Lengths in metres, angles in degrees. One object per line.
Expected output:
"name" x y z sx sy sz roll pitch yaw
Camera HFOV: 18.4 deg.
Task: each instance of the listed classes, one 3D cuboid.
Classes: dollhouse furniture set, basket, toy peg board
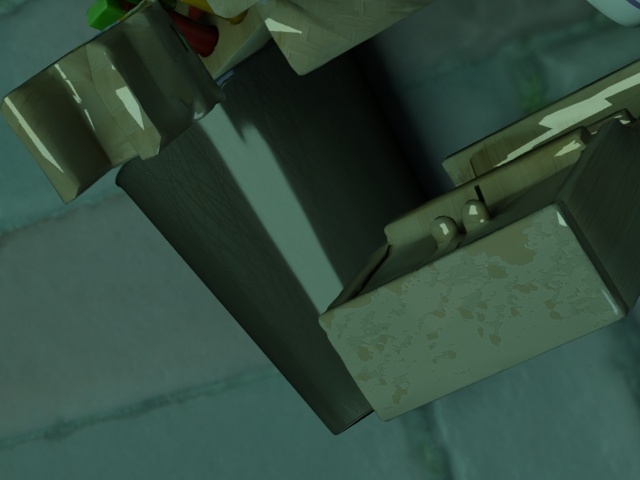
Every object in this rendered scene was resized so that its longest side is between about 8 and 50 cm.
"dollhouse furniture set" 0.035 -0.146 1.083 0.362 0.256 0.394 -27 101 30
"basket" 0.000 0.000 1.302 0.204 0.154 0.227 -40 82 40
"toy peg board" -0.092 -0.188 1.312 0.160 0.079 0.161 -44 45 33

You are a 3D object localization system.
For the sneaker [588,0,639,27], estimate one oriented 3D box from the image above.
"sneaker" 0.141 -0.261 1.122 0.282 0.102 0.161 34 132 -19
